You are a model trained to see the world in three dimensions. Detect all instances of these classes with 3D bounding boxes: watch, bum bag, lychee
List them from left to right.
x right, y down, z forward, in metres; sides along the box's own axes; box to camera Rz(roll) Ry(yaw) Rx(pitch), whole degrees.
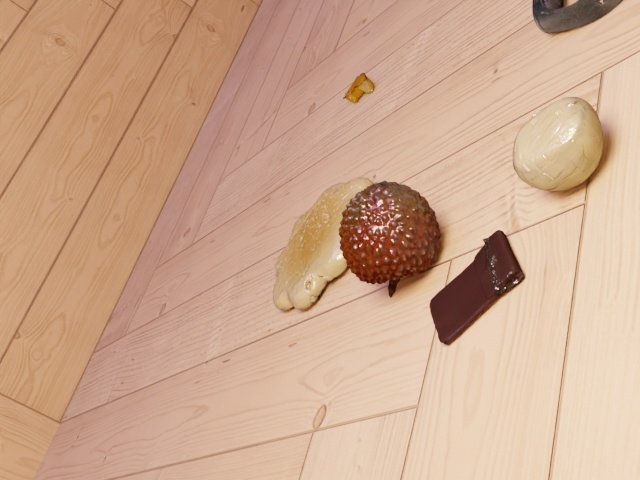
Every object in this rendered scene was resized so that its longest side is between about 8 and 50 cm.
[{"bbox_3d":[0.111,0.000,1.320,0.165,0.197,0.165,-16,21,6],"label":"lychee"},{"bbox_3d":[0.213,0.066,1.171,0.159,0.026,0.109,-47,25,22],"label":"bum bag"},{"bbox_3d":[0.435,-0.438,1.357,0.193,0.068,0.206,-26,40,45],"label":"watch"}]

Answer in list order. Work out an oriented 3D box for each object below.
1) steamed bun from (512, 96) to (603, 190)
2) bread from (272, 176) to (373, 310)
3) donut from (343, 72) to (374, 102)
[{"bbox_3d":[0.324,-0.120,1.112,0.130,0.091,0.112,-42,28,34],"label":"steamed bun"},{"bbox_3d":[0.000,0.000,1.660,0.316,0.054,0.316,-46,23,26],"label":"bread"},{"bbox_3d":[0.093,-0.355,1.973,0.083,0.038,0.067,-53,24,21],"label":"donut"}]
